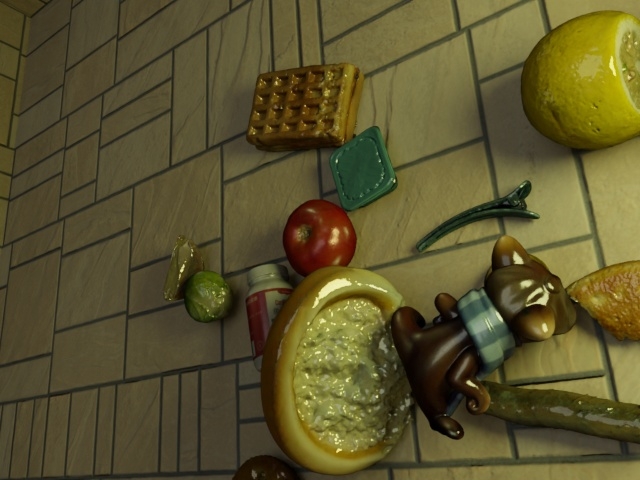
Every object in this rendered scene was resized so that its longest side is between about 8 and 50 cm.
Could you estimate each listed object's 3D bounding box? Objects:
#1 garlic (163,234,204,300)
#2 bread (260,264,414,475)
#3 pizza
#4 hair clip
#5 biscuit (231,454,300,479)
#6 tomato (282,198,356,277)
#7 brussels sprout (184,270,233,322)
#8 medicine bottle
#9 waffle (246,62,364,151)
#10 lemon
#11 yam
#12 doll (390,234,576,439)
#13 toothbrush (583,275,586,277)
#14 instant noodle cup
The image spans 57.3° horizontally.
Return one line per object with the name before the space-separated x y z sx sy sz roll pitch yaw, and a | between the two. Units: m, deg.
garlic | -0.388 0.089 1.700 0.087 0.101 0.195 4 76 33
bread | 0.040 0.266 1.248 0.329 0.245 0.423 5 87 -4
pizza | 0.553 0.097 0.986 0.271 0.056 0.134 -17 82 39
hair clip | 0.321 -0.040 1.236 0.275 0.048 0.083 -23 65 36
biscuit | -0.126 0.614 1.363 0.221 0.066 0.220 -11 70 31
tomato | 0.000 0.000 1.402 0.195 0.136 0.195 -13 69 38
brussels sprout | -0.306 0.154 1.610 0.155 0.117 0.155 3 96 26
medicine bottle | -0.113 0.192 1.437 0.131 0.131 0.250 -25 62 30
waffle | -0.046 -0.354 1.576 0.328 0.098 0.224 5 81 39
lemon | 0.474 -0.282 1.066 0.219 0.240 0.240 -7 72 52
yam | 0.422 0.301 1.032 0.317 0.067 0.071 1 35 38
doll | 0.297 0.170 1.065 0.340 0.209 0.318 -43 33 22
toothbrush | 0.561 0.084 1.024 0.193 0.013 0.019 8 88 39
instant noodle cup | 0.111 -0.165 1.413 0.157 0.070 0.179 -30 61 29
